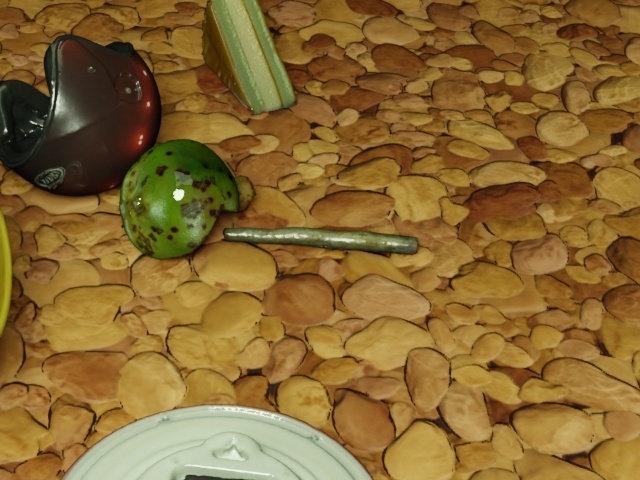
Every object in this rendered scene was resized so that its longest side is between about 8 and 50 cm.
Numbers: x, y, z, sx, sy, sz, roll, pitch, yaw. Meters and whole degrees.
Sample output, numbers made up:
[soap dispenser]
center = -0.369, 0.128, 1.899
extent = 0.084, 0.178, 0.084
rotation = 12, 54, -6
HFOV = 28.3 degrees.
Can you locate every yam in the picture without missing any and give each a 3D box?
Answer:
[yam]
center = 0.000, -0.001, 1.514
extent = 0.234, 0.027, 0.029
rotation = 3, 65, 0

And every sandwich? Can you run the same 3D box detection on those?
[sandwich]
center = -0.098, -0.266, 1.764
extent = 0.079, 0.113, 0.163
rotation = -16, 44, -23

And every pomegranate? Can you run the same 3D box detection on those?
[pomegranate]
center = -0.158, -0.062, 1.499
extent = 0.169, 0.122, 0.143
rotation = -31, 22, -32

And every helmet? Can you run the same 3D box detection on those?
[helmet]
center = -0.293, -0.152, 1.538
extent = 0.189, 0.193, 0.216
rotation = -22, 26, 46

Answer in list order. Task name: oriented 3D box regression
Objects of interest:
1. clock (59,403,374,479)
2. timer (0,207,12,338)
[clock]
center = -0.091, 0.263, 1.136
extent = 0.318, 0.080, 0.318
rotation = 2, 39, -2
[timer]
center = -0.500, 0.035, 1.183
extent = 0.387, 0.376, 0.376
rotation = -5, 38, 8
